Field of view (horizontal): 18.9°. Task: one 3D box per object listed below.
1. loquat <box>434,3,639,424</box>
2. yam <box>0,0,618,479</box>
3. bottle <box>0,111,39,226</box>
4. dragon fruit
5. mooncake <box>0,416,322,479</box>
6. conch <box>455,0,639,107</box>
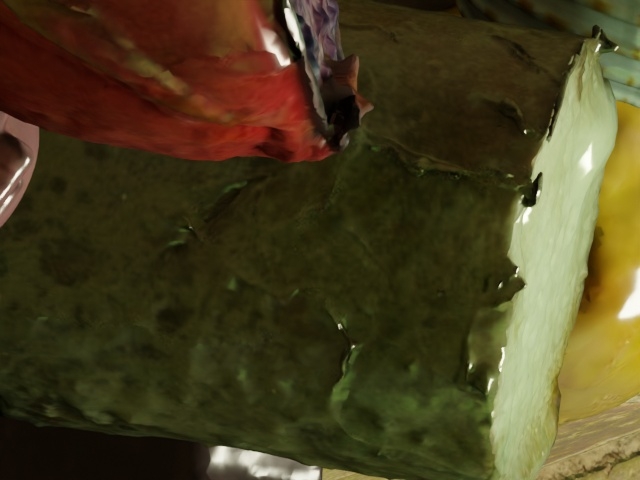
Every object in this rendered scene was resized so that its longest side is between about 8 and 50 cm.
[{"bbox_3d":[0.100,-0.018,0.987,0.244,0.244,0.244,-14,165,-4],"label":"loquat"},{"bbox_3d":[-0.039,-0.012,0.769,0.300,0.195,0.195,9,167,8],"label":"yam"},{"bbox_3d":[-0.174,-0.076,0.538,0.110,0.110,0.233,-22,134,25],"label":"bottle"},{"bbox_3d":[-0.080,-0.113,0.459,0.148,0.223,0.218,-13,148,6],"label":"dragon fruit"},{"bbox_3d":[-0.111,0.143,1.239,0.141,0.283,0.283,8,153,-42],"label":"mooncake"},{"bbox_3d":[0.117,-0.113,0.814,0.102,0.135,0.153,-31,156,-23],"label":"conch"}]
